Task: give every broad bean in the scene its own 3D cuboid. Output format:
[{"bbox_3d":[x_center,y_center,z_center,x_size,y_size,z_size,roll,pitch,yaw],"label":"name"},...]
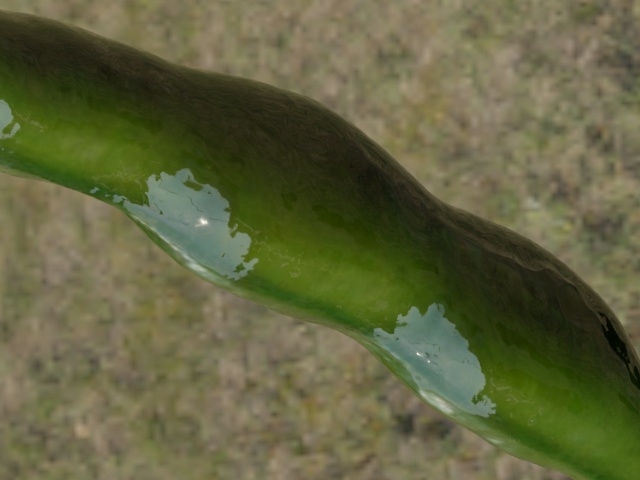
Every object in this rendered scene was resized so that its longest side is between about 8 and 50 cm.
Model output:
[{"bbox_3d":[0.000,-0.001,0.445,0.043,0.297,0.060,-36,37,40],"label":"broad bean"}]
